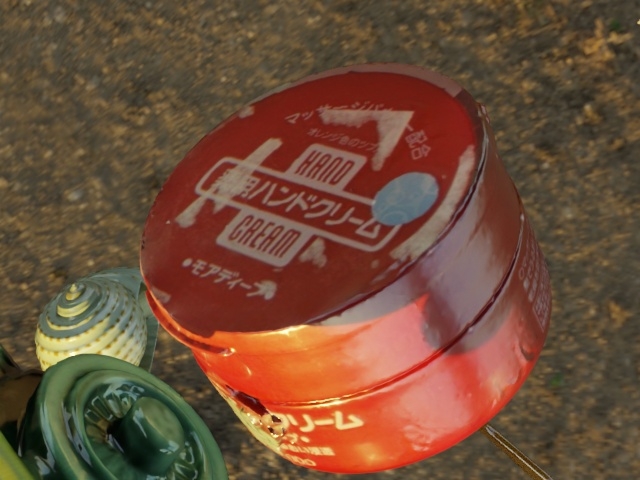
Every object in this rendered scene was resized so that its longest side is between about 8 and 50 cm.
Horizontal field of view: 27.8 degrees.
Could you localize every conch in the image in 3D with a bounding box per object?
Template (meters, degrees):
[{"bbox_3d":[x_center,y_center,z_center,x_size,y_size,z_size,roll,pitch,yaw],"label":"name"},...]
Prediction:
[{"bbox_3d":[-0.260,0.113,1.500,0.131,0.200,0.172,10,44,0],"label":"conch"}]

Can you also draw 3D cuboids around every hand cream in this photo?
[{"bbox_3d":[0.019,0.015,0.781,0.230,0.230,0.149,-52,135,-21],"label":"hand cream"}]

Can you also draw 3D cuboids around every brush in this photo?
[{"bbox_3d":[0.134,0.154,1.038,0.170,0.043,0.014,42,69,-20],"label":"brush"}]

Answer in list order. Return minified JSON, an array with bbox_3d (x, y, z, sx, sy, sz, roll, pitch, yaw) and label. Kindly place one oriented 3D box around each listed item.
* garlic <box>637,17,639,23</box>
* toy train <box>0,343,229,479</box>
[{"bbox_3d":[0.266,-0.170,0.904,0.074,0.094,0.113,18,87,11],"label":"garlic"},{"bbox_3d":[-0.086,0.228,0.483,0.442,0.179,0.272,51,27,15],"label":"toy train"}]
